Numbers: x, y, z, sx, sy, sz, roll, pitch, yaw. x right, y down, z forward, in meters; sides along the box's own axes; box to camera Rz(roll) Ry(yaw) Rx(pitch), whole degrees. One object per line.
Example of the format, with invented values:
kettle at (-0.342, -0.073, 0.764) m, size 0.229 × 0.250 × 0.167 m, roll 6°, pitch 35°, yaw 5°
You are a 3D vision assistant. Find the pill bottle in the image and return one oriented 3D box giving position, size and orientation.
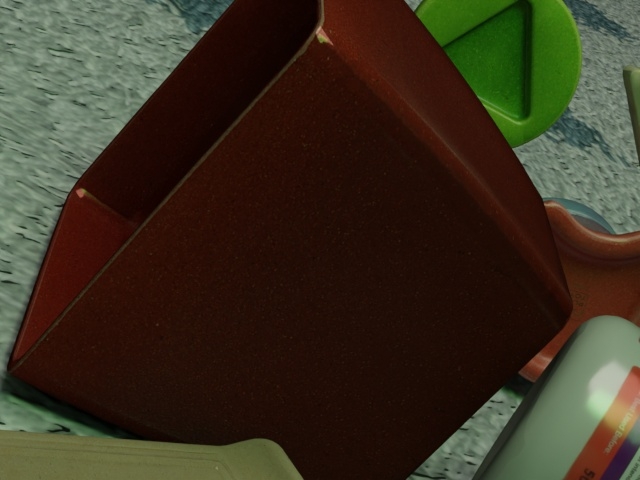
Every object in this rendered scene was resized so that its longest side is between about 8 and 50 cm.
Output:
pill bottle at (0.247, 0.198, 0.981) m, size 0.323 × 0.181 × 0.181 m, roll 34°, pitch 22°, yaw 7°

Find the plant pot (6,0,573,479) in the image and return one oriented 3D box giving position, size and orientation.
plant pot at (0.000, 0.000, 1.023) m, size 0.235 × 0.267 × 0.267 m, roll 39°, pitch 19°, yaw -16°

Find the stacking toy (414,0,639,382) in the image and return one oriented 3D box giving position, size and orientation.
stacking toy at (0.135, -0.054, 1.275) m, size 0.309 × 0.279 × 0.130 m, roll 24°, pitch 12°, yaw -13°

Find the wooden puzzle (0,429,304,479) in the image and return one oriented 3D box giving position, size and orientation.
wooden puzzle at (-0.077, 0.176, 0.805) m, size 0.238 × 0.044 × 0.221 m, roll 5°, pitch 33°, yaw -39°
